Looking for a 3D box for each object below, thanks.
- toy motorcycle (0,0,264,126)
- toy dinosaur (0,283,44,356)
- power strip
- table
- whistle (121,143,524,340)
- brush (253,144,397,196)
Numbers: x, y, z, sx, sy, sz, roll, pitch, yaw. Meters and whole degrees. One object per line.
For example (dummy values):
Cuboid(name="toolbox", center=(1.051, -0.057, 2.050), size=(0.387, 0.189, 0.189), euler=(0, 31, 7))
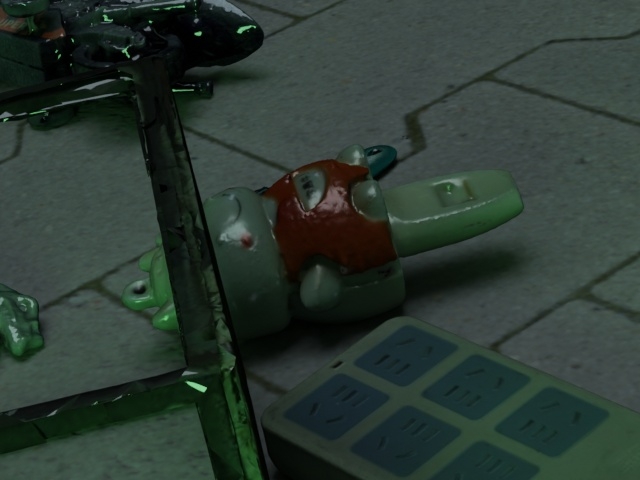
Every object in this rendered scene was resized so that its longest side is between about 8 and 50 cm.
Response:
Cuboid(name="toy motorcycle", center=(-0.199, -0.178, 1.491), size=(0.307, 0.108, 0.173), euler=(18, 36, 40))
Cuboid(name="toy dinosaur", center=(-0.354, 0.017, 1.211), size=(0.383, 0.076, 0.129), euler=(18, 8, 34))
Cuboid(name="power strip", center=(0.088, 0.115, 0.907), size=(0.118, 0.046, 0.270), euler=(-31, 34, -31))
Cuboid(name="table", center=(-0.168, 0.097, 0.857), size=(0.272, 0.222, 0.335), euler=(-14, 28, -3))
Cuboid(name="whistle", center=(0.001, 0.002, 1.094), size=(0.253, 0.106, 0.101), euler=(-14, 69, -4))
Cuboid(name="brush", center=(-0.018, -0.031, 1.226), size=(0.043, 0.032, 0.193), euler=(17, 41, 43))
